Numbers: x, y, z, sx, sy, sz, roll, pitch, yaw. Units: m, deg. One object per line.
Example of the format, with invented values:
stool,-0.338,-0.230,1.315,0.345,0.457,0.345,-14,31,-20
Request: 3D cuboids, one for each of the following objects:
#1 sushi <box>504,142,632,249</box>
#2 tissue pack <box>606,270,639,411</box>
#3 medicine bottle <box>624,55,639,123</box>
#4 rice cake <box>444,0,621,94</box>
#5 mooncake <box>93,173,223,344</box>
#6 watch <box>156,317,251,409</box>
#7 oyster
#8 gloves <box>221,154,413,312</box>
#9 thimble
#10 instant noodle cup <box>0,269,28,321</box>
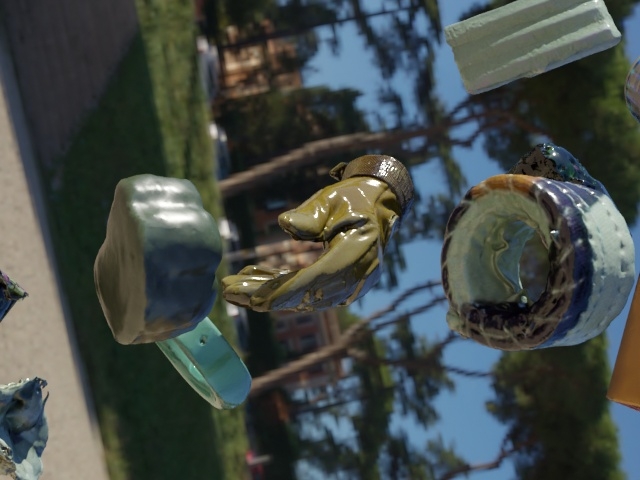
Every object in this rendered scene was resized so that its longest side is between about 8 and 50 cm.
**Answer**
sushi,0.393,-0.049,2.063,0.225,0.127,0.124,50,17,-5
tissue pack,0.581,0.140,1.967,0.194,0.145,0.274,8,-101,51
medicine bottle,0.400,-0.147,1.401,0.191,0.107,0.107,-95,176,-70
rice cake,0.310,-0.299,1.914,0.043,0.237,0.127,49,21,-72
mooncake,-0.170,0.018,1.323,0.175,0.104,0.168,-10,-89,62
watch,-0.177,0.122,1.676,0.237,0.068,0.195,36,-18,51
oyster,-0.416,0.259,1.741,0.252,0.087,0.199,-40,139,-70
gloves,0.013,0.009,1.584,0.141,0.331,0.154,44,-47,0
thimble,0.267,0.035,1.647,0.237,0.150,0.237,-5,-96,47
instant noodle cup,-0.522,0.115,1.663,0.236,0.215,0.215,-63,177,-16
